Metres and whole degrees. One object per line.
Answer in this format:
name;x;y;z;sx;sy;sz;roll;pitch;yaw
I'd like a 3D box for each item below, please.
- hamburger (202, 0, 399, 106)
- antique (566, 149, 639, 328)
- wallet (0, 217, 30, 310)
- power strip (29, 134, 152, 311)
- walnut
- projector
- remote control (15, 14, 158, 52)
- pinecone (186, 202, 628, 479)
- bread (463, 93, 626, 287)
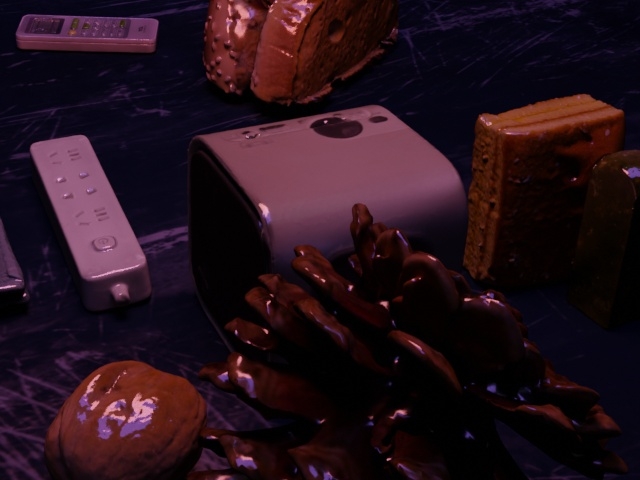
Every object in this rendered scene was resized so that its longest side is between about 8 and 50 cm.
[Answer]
hamburger;-0.037;-0.434;1.948;0.268;0.287;0.445;18;34;24
antique;0.377;-0.006;1.394;0.080;0.221;0.081;-17;38;-29
wallet;-0.552;0.034;1.380;0.342;0.075;0.237;-11;33;-21
power strip;-0.312;-0.029;1.503;0.091;0.062;0.385;-13;36;-19
walnut;-0.195;0.194;1.111;0.166;0.149;0.166;-22;26;11
projector;0.000;0.000;1.321;0.249;0.248;0.248;-13;38;-24
remote control;-0.422;-0.377;2.041;0.250;0.034;0.103;1;34;-3
pinecone;0.047;0.188;0.976;0.384;0.384;0.384;3;34;-2
bread;0.289;-0.059;1.452;0.184;0.234;0.110;-11;34;-20
